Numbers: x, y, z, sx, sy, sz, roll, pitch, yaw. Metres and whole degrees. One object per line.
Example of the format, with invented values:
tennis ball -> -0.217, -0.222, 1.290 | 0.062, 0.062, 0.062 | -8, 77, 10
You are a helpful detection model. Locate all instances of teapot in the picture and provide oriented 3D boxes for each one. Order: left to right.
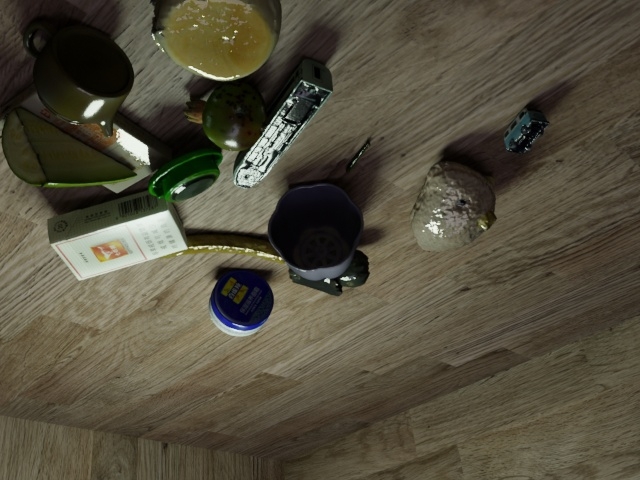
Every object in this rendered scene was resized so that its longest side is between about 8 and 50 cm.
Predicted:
teapot -> -0.517, -0.333, 1.481 | 0.268, 0.185, 0.175 | 48, 127, -8

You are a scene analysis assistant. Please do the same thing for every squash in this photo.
squash -> -0.604, -0.206, 1.695 | 0.111, 0.203, 0.288 | -26, 178, 29

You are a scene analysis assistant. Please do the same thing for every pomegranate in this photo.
pomegranate -> -0.217, -0.290, 1.642 | 0.204, 0.159, 0.159 | 12, 152, 17

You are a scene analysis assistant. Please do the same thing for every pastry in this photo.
pastry -> -0.204, -0.440, 1.405 | 0.264, 0.133, 0.265 | -5, 146, -3

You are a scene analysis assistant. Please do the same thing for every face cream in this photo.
face cream -> -0.263, 0.209, 2.339 | 0.205, 0.206, 0.111 | 6, 148, -19

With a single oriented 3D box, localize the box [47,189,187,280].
box -> -0.562, -0.017, 1.990 | 0.330, 0.095, 0.210 | -18, 148, -4

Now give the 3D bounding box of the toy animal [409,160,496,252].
toy animal -> 0.379, -0.076, 2.031 | 0.226, 0.188, 0.358 | 6, 146, -8

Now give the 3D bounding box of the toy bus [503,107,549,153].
toy bus -> 0.527, -0.288, 1.830 | 0.060, 0.075, 0.123 | 6, 145, -20

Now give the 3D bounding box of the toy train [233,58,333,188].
toy train -> -0.110, -0.272, 1.726 | 0.086, 0.088, 0.407 | 15, 142, -27

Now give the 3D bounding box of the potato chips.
potato chips -> -0.302, 0.022, 2.164 | 0.406, 0.080, 0.057 | 3, 163, -17

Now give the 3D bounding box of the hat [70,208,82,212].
hat -> -0.670, -0.060, 1.996 | 0.058, 0.042, 0.087 | -34, 145, 24

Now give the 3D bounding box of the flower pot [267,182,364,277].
flower pot -> 0.000, 0.000, 2.042 | 0.264, 0.265, 0.243 | -9, 158, 4

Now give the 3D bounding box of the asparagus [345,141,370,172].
asparagus -> 0.101, -0.224, 1.906 | 0.015, 0.018, 0.127 | -27, 164, -39

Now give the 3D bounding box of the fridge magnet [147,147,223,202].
fridge magnet -> -0.338, -0.166, 1.804 | 0.208, 0.088, 0.208 | -29, 171, -5

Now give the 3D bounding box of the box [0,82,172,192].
box -> -0.559, -0.250, 1.712 | 0.204, 0.051, 0.365 | -24, 143, 26

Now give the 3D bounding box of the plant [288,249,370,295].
plant -> 0.029, 0.084, 2.247 | 0.255, 0.165, 0.142 | -1, 149, 13
